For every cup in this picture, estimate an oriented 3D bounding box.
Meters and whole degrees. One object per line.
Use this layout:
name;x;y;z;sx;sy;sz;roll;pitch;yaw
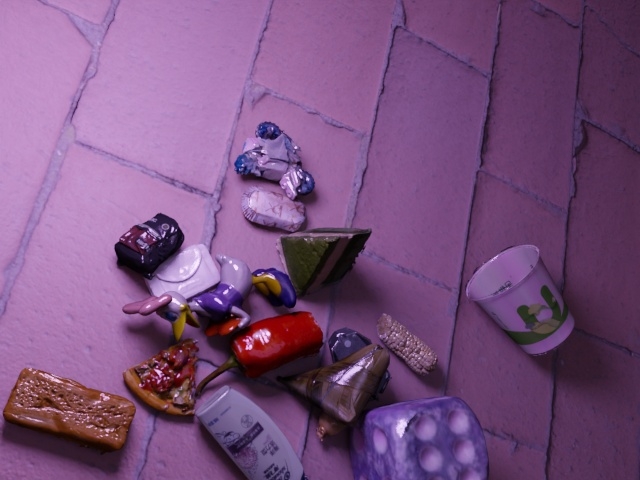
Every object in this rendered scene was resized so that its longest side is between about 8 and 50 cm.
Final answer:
cup;0.617;0.187;2.102;0.253;0.253;0.274;-46;106;-29

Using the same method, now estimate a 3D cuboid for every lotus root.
lotus root;0.040;0.466;1.821;0.150;0.062;0.073;-40;94;-31

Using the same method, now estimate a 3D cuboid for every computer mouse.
computer mouse;0.100;0.339;1.886;0.126;0.071;0.231;-38;101;-16

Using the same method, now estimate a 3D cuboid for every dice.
dice;0.248;0.551;1.780;0.270;0.271;0.270;-4;78;-27

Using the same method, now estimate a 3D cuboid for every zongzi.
zongzi;0.040;0.335;1.793;0.242;0.112;0.221;27;70;25

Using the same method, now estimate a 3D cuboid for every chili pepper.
chili pepper;-0.160;0.274;1.739;0.338;0.131;0.135;-15;81;-29

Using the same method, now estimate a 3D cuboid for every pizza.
pizza;-0.362;0.312;1.664;0.201;0.053;0.193;26;70;-14

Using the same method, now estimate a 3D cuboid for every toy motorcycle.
toy motorcycle;-0.146;-0.204;1.904;0.204;0.108;0.239;-29;65;-34

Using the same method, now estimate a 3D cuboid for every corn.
corn;0.241;0.299;1.959;0.211;0.087;0.087;39;62;-9

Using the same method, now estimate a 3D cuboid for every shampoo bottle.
shampoo bottle;-0.144;0.516;1.691;0.134;0.078;0.359;-40;99;-15

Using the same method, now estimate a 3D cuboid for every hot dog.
hot dog;-0.128;-0.085;1.902;0.191;0.059;0.108;14;72;-25

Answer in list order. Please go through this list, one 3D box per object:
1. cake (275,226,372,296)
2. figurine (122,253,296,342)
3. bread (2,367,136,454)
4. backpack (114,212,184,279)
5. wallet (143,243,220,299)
cake;0.003;-0.001;1.826;0.158;0.284;0.172;-19;68;-30
figurine;-0.258;0.140;1.701;0.420;0.154;0.193;-24;98;-34
bread;-0.557;0.385;1.542;0.270;0.077;0.139;22;71;-18
backpack;-0.417;0.004;1.698;0.120;0.106;0.165;22;55;22
wallet;-0.350;0.090;1.756;0.183;0.032;0.124;-27;91;-31
